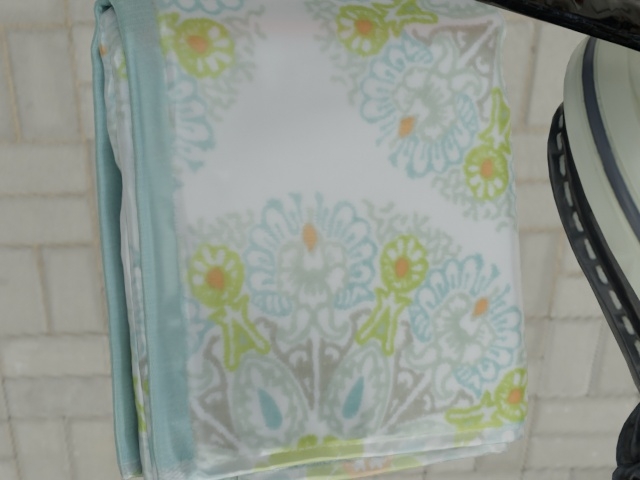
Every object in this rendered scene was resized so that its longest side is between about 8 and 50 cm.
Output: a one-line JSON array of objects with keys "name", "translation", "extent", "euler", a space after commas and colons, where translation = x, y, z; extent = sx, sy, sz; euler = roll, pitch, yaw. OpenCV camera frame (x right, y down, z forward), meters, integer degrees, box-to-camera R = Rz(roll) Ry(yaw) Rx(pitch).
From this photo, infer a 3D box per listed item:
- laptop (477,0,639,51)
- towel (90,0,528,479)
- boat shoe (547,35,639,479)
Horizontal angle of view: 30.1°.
[{"name": "laptop", "translation": [-0.062, -0.100, 0.385], "extent": [0.234, 0.264, 0.136], "euler": [4, 127, -42]}, {"name": "towel", "translation": [0.000, 0.000, 0.882], "extent": [0.321, 0.090, 0.374], "euler": [-4, 91, -29]}, {"name": "boat shoe", "translation": [0.205, 0.116, 0.540], "extent": [0.156, 0.186, 0.500], "euler": [-13, 130, 34]}]
